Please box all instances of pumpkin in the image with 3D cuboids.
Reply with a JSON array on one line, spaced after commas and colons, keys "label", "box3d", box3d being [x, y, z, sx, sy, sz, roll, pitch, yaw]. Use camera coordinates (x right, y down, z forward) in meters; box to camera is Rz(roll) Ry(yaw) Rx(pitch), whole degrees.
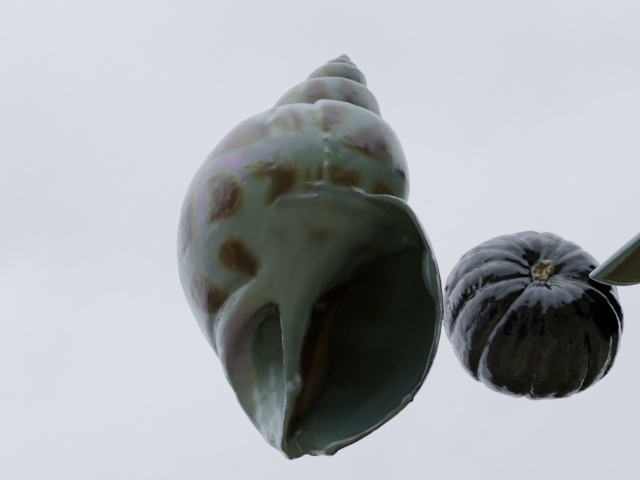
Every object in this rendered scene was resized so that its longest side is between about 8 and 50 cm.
[{"label": "pumpkin", "box3d": [0.251, 0.090, 1.540, 0.220, 0.220, 0.162, -8, -50, -16]}]

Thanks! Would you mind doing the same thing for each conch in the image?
[{"label": "conch", "box3d": [0.000, 0.001, 1.133, 0.249, 0.197, 0.368, 7, -93, 17]}]

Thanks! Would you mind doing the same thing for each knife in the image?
[{"label": "knife", "box3d": [0.388, -0.053, 1.171, 0.343, 0.027, 0.061, -33, -54, -4]}]
